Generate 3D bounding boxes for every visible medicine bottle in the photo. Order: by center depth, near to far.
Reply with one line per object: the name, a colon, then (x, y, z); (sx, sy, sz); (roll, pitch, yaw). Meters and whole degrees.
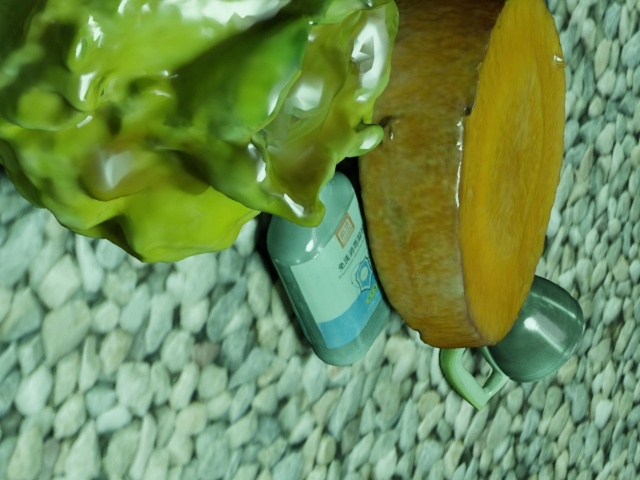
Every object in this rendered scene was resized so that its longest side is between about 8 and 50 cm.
medicine bottle: (0.000, 0.000, 1.419); (0.090, 0.054, 0.208); (-58, 144, -31)

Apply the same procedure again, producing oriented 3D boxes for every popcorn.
popcorn: (-0.084, -0.118, 1.085); (0.258, 0.270, 0.224); (40, 35, -22)

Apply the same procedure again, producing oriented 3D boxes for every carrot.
carrot: (0.119, -0.055, 1.508); (0.258, 0.100, 0.307); (-53, 139, -47)

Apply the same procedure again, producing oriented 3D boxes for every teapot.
teapot: (0.165, 0.079, 1.676); (0.091, 0.092, 0.124); (40, 60, -37)
